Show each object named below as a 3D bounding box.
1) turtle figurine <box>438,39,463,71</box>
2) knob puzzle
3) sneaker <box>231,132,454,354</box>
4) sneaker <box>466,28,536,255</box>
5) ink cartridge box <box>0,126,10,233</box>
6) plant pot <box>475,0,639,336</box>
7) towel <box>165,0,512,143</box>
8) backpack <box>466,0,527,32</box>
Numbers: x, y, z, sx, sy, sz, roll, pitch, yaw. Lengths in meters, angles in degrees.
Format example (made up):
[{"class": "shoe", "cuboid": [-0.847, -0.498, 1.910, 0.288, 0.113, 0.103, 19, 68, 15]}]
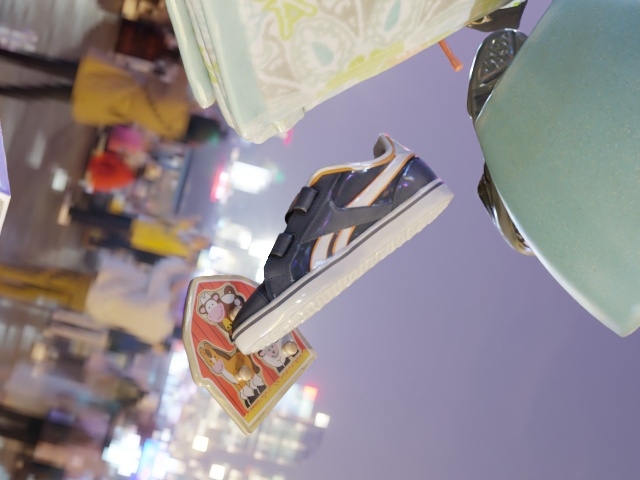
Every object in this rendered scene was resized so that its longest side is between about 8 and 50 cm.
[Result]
[{"class": "turtle figurine", "cuboid": [0.057, -0.294, 1.759, 0.087, 0.217, 0.269, -11, -74, 63]}, {"class": "knob puzzle", "cuboid": [-0.100, 0.123, 1.947, 0.030, 0.213, 0.213, -27, -138, 47]}, {"class": "sneaker", "cuboid": [0.000, 0.000, 1.788, 0.321, 0.127, 0.126, -38, 172, -19]}, {"class": "sneaker", "cuboid": [0.194, -0.101, 1.555, 0.130, 0.087, 0.227, -142, -141, -84]}, {"class": "ink cartridge box", "cuboid": [-0.445, -0.078, 1.990, 0.206, 0.045, 0.208, -114, -142, -51]}, {"class": "plant pot", "cuboid": [0.242, -0.097, 1.218, 0.290, 0.195, 0.290, -55, 175, -7]}, {"class": "towel", "cuboid": [0.020, -0.277, 1.131, 0.090, 0.321, 0.374, 46, -20, 39]}, {"class": "backpack", "cuboid": [0.217, -0.501, 2.058, 0.290, 0.273, 0.355, 55, -50, 23]}]
